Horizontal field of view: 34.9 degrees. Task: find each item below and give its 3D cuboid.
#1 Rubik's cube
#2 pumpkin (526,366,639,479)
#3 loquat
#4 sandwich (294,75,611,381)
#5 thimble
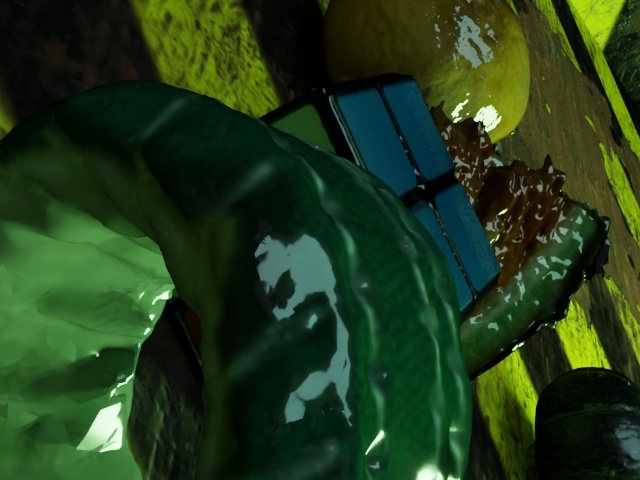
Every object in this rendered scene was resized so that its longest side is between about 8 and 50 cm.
[{"bbox_3d":[0.000,0.000,0.714,0.167,0.180,0.183,-27,94,-64],"label":"Rubik's cube"},{"bbox_3d":[0.298,0.231,1.091,0.190,0.146,0.190,44,32,-37],"label":"pumpkin"},{"bbox_3d":[0.110,-0.193,1.051,0.238,0.193,0.238,51,24,-33],"label":"loquat"},{"bbox_3d":[0.079,-0.018,0.914,0.301,0.250,0.162,48,-12,-14],"label":"sandwich"},{"bbox_3d":[-0.068,0.084,0.443,0.167,0.254,0.288,13,72,-57],"label":"thimble"}]
